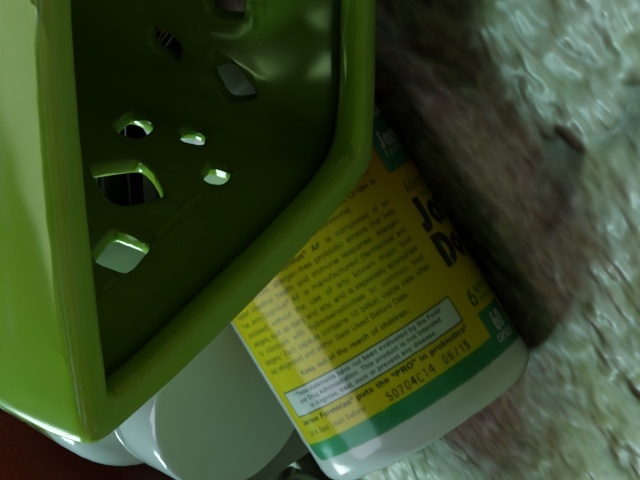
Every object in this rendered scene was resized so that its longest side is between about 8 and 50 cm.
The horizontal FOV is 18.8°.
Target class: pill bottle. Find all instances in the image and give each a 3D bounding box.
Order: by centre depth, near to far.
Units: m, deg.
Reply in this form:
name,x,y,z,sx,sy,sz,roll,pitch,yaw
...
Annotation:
name,x,y,z,sx,sy,sz,roll,pitch,yaw
pill bottle,0.000,0.000,0.927,0.208,0.118,0.117,58,162,-1
pill bottle,-0.118,0.050,1.056,0.229,0.131,0.131,22,141,45

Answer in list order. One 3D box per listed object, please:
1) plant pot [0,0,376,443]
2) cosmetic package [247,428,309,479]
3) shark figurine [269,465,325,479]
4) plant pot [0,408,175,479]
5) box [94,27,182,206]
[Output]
name,x,y,z,sx,sy,sz,roll,pitch,yaw
plant pot,-0.118,-0.094,0.751,0.207,0.227,0.228,18,128,24
cosmetic package,-0.085,0.034,1.226,0.238,0.107,0.127,44,159,42
shark figurine,-0.012,0.212,1.386,0.278,0.166,0.116,7,156,45
plant pot,-0.143,0.224,1.196,0.265,0.272,0.272,26,144,53
box,-0.214,-0.187,1.045,0.318,0.097,0.395,28,156,11
